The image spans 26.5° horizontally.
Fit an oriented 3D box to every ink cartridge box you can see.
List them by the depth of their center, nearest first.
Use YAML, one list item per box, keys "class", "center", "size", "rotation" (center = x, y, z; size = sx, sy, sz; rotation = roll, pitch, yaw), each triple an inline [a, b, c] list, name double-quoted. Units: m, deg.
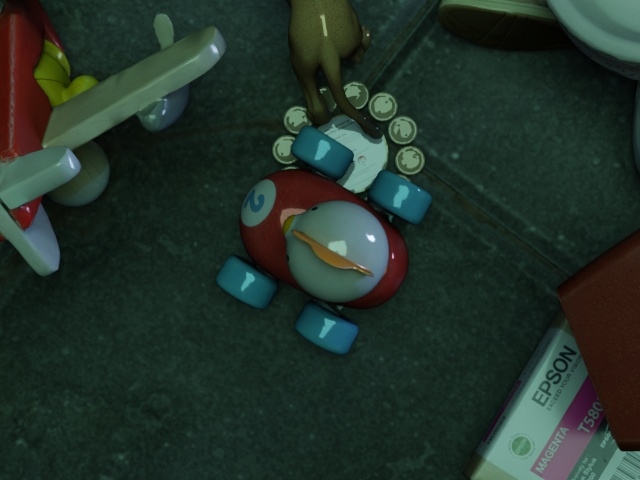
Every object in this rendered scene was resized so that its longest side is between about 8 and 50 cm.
- class: "ink cartridge box"
  center: [0.307, 0.227, 1.582]
  size: [0.193, 0.088, 0.234]
  rotation: [31, 87, 2]

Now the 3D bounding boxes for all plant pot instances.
- class: "plant pot"
  center: [0.394, 0.092, 1.436]
  size: [0.236, 0.267, 0.267]
  rotation: [-22, 84, 13]

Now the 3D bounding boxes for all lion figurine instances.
- class: "lion figurine"
  center: [-0.022, -0.308, 1.548]
  size: [0.142, 0.240, 0.392]
  rotation: [-29, 83, -1]

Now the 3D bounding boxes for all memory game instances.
- class: "memory game"
  center: [0.033, -0.103, 1.650]
  size: [0.186, 0.012, 0.186]
  rotation: [0, 85, 1]

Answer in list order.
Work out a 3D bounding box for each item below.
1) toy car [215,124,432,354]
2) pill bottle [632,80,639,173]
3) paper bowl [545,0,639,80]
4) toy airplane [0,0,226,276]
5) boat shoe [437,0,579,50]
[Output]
- class: "toy car"
  center: [0.000, 0.000, 1.519]
  size: [0.210, 0.238, 0.219]
  rotation: [30, 92, 3]
- class: "pill bottle"
  center: [0.512, -0.138, 1.577]
  size: [0.272, 0.152, 0.152]
  rotation: [2, 85, 1]
- class: "paper bowl"
  center: [0.386, -0.314, 1.488]
  size: [0.284, 0.148, 0.284]
  rotation: [-3, 81, 19]
- class: "toy airplane"
  center: [-0.323, -0.110, 1.527]
  size: [0.386, 0.272, 0.384]
  rotation: [17, 70, 34]
- class: "boat shoe"
  center: [0.279, -0.283, 1.625]
  size: [0.285, 0.104, 0.089]
  rotation: [4, 76, -11]
